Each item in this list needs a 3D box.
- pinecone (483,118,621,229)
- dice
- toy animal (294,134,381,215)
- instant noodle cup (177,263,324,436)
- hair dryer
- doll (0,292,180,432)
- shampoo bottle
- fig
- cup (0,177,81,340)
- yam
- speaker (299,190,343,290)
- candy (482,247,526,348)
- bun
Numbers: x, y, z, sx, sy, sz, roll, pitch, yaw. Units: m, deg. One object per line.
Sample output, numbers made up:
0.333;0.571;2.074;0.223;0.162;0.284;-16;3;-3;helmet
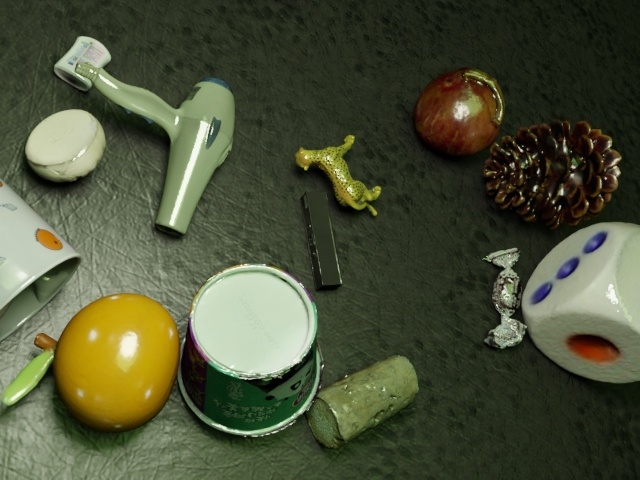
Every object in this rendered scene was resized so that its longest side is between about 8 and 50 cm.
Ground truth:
0.486;-0.143;1.602;0.292;0.246;0.246;0;70;-22;pinecone
0.593;0.127;1.531;0.243;0.259;0.251;39;58;-9;dice
0.041;-0.115;1.465;0.136;0.073;0.181;-27;88;-52;toy animal
-0.109;0.165;1.196;0.251;0.190;0.251;3;58;-6;instant noodle cup
-0.286;-0.156;1.320;0.298;0.119;0.295;1;83;-34;hair dryer
-0.335;0.177;1.133;0.236;0.213;0.213;13;65;-4;doll
-0.433;-0.330;1.371;0.072;0.043;0.099;31;60;-11;shampoo bottle
0.303;-0.279;1.593;0.205;0.205;0.205;9;67;-21;fig
-0.543;-0.017;1.100;0.317;0.212;0.212;46;59;-1;cup
0.079;0.281;1.322;0.194;0.107;0.107;-22;80;-30;yam
0.000;0.000;1.436;0.046;0.040;0.191;-2;71;-24;speaker
0.382;0.117;1.553;0.094;0.051;0.226;9;66;-1;candy
-0.427;-0.150;1.279;0.138;0.094;0.138;-6;56;9;bun
